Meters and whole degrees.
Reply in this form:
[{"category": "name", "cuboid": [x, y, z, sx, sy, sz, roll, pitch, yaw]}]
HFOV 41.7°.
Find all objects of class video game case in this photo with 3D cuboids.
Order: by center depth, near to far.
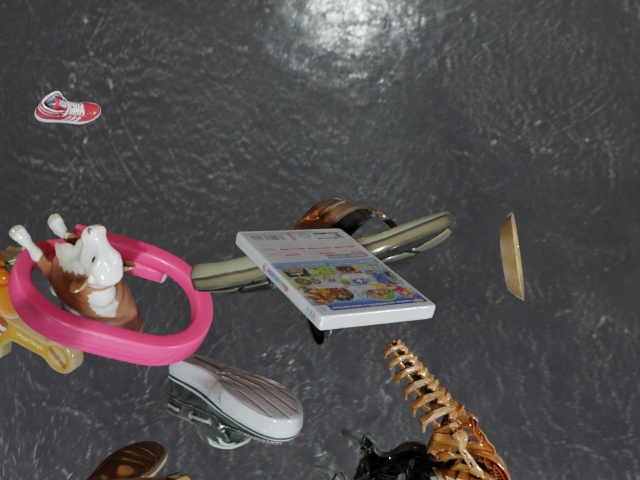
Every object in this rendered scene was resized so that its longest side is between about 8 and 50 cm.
[{"category": "video game case", "cuboid": [0.007, 0.022, 0.562, 0.087, 0.122, 0.011, -2, 116, -32]}]

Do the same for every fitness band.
[{"category": "fitness band", "cuboid": [-0.298, 0.080, 1.214, 0.290, 0.054, 0.209, 17, 38, -19]}]

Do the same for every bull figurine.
[{"category": "bull figurine", "cuboid": [-0.336, 0.057, 1.204, 0.101, 0.310, 0.188, -39, 66, -23]}]

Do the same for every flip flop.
[{"category": "flip flop", "cuboid": [0.000, 0.000, 0.860, 0.277, 0.112, 0.080, -10, 76, 8]}]

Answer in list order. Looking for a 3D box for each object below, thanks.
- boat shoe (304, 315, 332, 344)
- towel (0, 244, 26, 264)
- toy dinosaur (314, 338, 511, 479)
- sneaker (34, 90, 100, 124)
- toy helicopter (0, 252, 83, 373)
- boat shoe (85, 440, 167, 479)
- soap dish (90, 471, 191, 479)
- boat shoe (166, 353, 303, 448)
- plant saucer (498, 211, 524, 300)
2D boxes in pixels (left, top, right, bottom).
[{"category": "boat shoe", "cuboid": [-0.009, 0.136, 1.583, 0.040, 0.049, 0.142, -65, 145, -50]}, {"category": "towel", "cuboid": [-0.647, 0.029, 1.821, 0.113, 0.152, 0.023, -6, 100, 0]}, {"category": "toy dinosaur", "cuboid": [0.123, 0.258, 0.856, 0.164, 0.218, 0.322, 7, 73, -59]}, {"category": "sneaker", "cuboid": [-0.453, -0.241, 1.525, 0.118, 0.067, 0.042, -8, 79, -28]}, {"category": "toy helicopter", "cuboid": [-0.636, 0.156, 1.734, 0.355, 0.235, 0.140, 25, 30, 14]}, {"category": "boat shoe", "cuboid": [-0.402, 0.483, 1.617, 0.095, 0.095, 0.257, 28, 36, 30]}, {"category": "soap dish", "cuboid": [-0.338, 0.448, 1.301, 0.229, 0.290, 0.118, -10, 86, -51]}, {"category": "boat shoe", "cuboid": [-0.141, 0.274, 1.342, 0.121, 0.335, 0.119, 6, 94, -36]}, {"category": "plant saucer", "cuboid": [0.177, 0.015, 0.783, 0.015, 0.083, 0.083, -7, 72, 16]}]
